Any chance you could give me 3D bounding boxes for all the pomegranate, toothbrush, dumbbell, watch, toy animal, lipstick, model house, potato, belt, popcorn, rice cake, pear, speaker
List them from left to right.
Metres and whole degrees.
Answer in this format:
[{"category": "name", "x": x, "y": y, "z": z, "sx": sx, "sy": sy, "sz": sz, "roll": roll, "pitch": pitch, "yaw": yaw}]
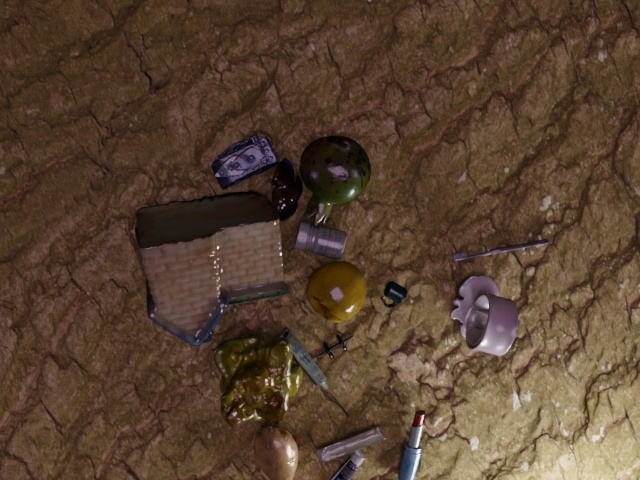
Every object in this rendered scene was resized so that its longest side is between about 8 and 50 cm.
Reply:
[{"category": "model house", "x": -0.349, "y": 0.090, "z": 1.705, "sx": 0.444, "sy": 0.395, "sz": 0.401, "roll": -12, "pitch": 112, "yaw": -17}, {"category": "belt", "x": -0.260, "y": -0.271, "z": 1.760, "sx": 0.218, "sy": 0.122, "sz": 0.129, "roll": -28, "pitch": 95, "yaw": -6}, {"category": "popcorn", "x": -0.222, "y": 0.446, "z": 1.764, "sx": 0.325, "sy": 0.290, "sz": 0.321, "roll": 32, "pitch": 85, "yaw": -9}, {"category": "potato", "x": -0.152, "y": 0.767, "z": 1.882, "sx": 0.161, "sy": 0.128, "sz": 0.235, "roll": -29, "pitch": 101, "yaw": 17}, {"category": "toy animal", "x": -0.107, "y": -0.158, "z": 1.743, "sx": 0.116, "sy": 0.180, "sz": 0.219, "roll": -3, "pitch": 116, "yaw": -7}, {"category": "pomegranate", "x": 0.047, "y": -0.191, "z": 1.726, "sx": 0.242, "sy": 0.242, "sz": 0.306, "roll": 1, "pitch": 100, "yaw": -2}, {"category": "dumbbell", "x": 0.053, "y": 0.380, "z": 1.868, "sx": 0.147, "sy": 0.069, "sz": 0.069, "roll": -30, "pitch": 96, "yaw": 1}, {"category": "pear", "x": 0.061, "y": 0.167, "z": 1.784, "sx": 0.208, "sy": 0.209, "sz": 0.209, "roll": 0, "pitch": 96, "yaw": -2}, {"category": "rice cake", "x": 0.111, "y": 0.747, "z": 1.917, "sx": 0.255, "sy": 0.052, "sz": 0.057, "roll": -22, "pitch": 63, "yaw": 0}, {"category": "speaker", "x": 0.258, "y": 0.199, "z": 1.860, "sx": 0.075, "sy": 0.060, "sz": 0.095, "roll": 30, "pitch": 95, "yaw": -4}, {"category": "lipstick", "x": 0.340, "y": 0.756, "z": 1.923, "sx": 0.068, "sy": 0.061, "sz": 0.274, "roll": 10, "pitch": 97, "yaw": -5}, {"category": "watch", "x": 0.565, "y": 0.256, "z": 1.795, "sx": 0.195, "sy": 0.231, "sz": 0.244, "roll": 14, "pitch": 99, "yaw": -1}, {"category": "toothbrush", "x": 0.643, "y": 0.030, "z": 1.876, "sx": 0.353, "sy": 0.024, "sz": 0.029, "roll": -11, "pitch": 88, "yaw": 0}]

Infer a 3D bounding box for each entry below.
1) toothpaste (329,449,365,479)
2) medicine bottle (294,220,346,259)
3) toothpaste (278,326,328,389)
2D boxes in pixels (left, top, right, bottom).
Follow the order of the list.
[{"category": "toothpaste", "x": 0.093, "y": 0.861, "z": 1.938, "sx": 0.071, "sy": 0.045, "sz": 0.194, "roll": 33, "pitch": 100, "yaw": 3}, {"category": "medicine bottle", "x": 0.000, "y": 0.000, "z": 1.807, "sx": 0.167, "sy": 0.105, "sz": 0.105, "roll": 14, "pitch": 95, "yaw": -4}, {"category": "toothpaste", "x": -0.056, "y": 0.431, "z": 1.874, "sx": 0.069, "sy": 0.047, "sz": 0.268, "roll": -41, "pitch": 101, "yaw": -28}]
